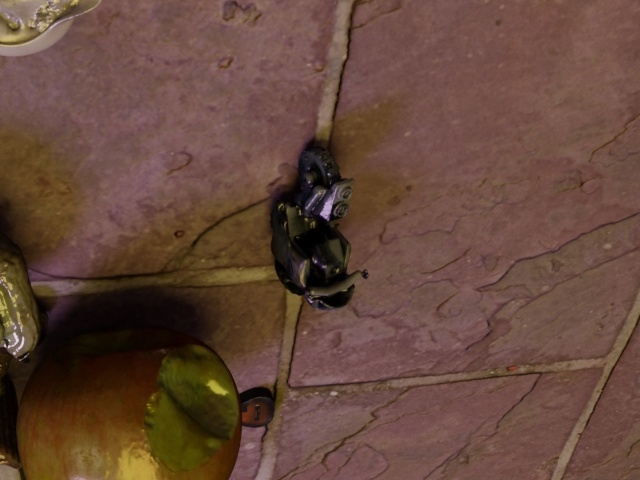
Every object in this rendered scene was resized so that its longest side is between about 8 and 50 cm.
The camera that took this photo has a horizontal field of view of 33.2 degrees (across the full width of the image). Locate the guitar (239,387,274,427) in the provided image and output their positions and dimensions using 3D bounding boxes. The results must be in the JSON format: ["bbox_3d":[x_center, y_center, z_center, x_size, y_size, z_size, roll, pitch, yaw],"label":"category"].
[{"bbox_3d":[-0.195,0.308,1.895,0.234,0.025,0.088,-6,135,-11],"label":"guitar"}]

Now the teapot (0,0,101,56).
[{"bbox_3d":[-0.360,-0.274,1.216,0.226,0.092,0.145,-18,134,1],"label":"teapot"}]

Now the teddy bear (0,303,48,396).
[{"bbox_3d":[-0.477,0.153,1.619,0.160,0.078,0.119,-51,149,3],"label":"teddy bear"}]

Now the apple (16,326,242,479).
[{"bbox_3d":[-0.284,0.291,1.614,0.340,0.339,0.339,-9,136,-9],"label":"apple"}]

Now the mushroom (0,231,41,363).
[{"bbox_3d":[-0.482,0.046,1.438,0.267,0.189,0.164,27,101,-22],"label":"mushroom"}]

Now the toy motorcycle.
[{"bbox_3d":[0.000,0.000,1.563,0.106,0.159,0.270,-19,143,-31],"label":"toy motorcycle"}]

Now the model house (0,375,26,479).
[{"bbox_3d":[-0.596,0.352,1.643,0.321,0.261,0.266,-9,133,-16],"label":"model house"}]
